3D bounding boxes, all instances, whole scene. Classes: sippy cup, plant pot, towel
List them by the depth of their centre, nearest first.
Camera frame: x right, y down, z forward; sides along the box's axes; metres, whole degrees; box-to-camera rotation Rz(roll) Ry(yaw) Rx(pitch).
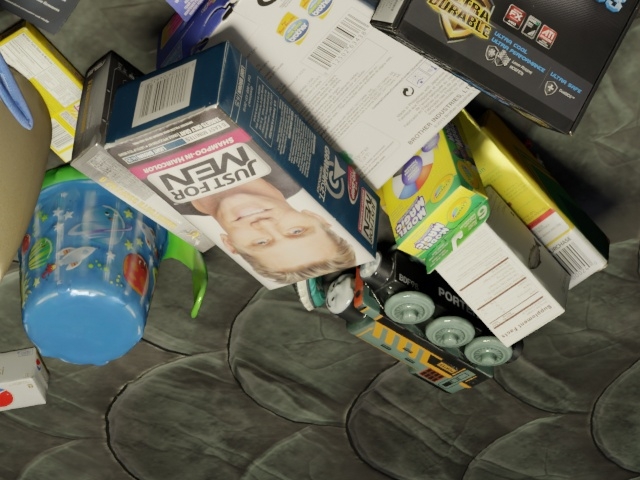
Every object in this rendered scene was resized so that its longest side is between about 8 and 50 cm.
[{"bbox_3d":[-0.430,-0.261,1.369,0.034,0.285,0.209,-35,137,-15],"label":"towel"},{"bbox_3d":[-0.467,-0.054,1.497,0.256,0.274,0.256,-7,135,-7],"label":"plant pot"},{"bbox_3d":[-0.331,0.047,1.702,0.305,0.224,0.240,-15,134,10],"label":"sippy cup"}]

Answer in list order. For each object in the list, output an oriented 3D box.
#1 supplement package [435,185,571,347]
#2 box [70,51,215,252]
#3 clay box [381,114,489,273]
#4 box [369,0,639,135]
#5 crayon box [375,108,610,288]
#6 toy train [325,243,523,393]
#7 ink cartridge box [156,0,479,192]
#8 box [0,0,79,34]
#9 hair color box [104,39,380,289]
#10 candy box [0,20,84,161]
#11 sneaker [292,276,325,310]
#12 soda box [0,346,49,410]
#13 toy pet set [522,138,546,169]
[{"bbox_3d":[0.245,0.036,1.643,0.105,0.105,0.179,-38,101,28],"label":"supplement package"},{"bbox_3d":[-0.216,-0.115,1.580,0.056,0.183,0.231,-33,130,29],"label":"box"},{"bbox_3d":[0.142,-0.076,1.558,0.053,0.222,0.127,24,124,-30],"label":"clay box"},{"bbox_3d":[0.246,-0.317,1.411,0.295,0.073,0.293,26,95,-28],"label":"box"},{"bbox_3d":[0.237,-0.042,1.714,0.202,0.081,0.318,-38,101,29],"label":"crayon box"},{"bbox_3d":[0.166,0.128,1.901,0.334,0.142,0.190,30,135,-30],"label":"toy train"},{"bbox_3d":[-0.025,-0.245,1.494,0.395,0.151,0.270,25,128,-29],"label":"ink cartridge box"},{"bbox_3d":[-0.319,-0.368,1.374,0.153,0.108,0.207,27,126,-28],"label":"box"},{"bbox_3d":[-0.086,-0.080,1.480,0.174,0.105,0.347,-17,141,29],"label":"hair color box"},{"bbox_3d":[-0.366,-0.196,1.596,0.105,0.027,0.206,-27,131,17],"label":"candy box"},{"bbox_3d":[0.000,0.000,1.779,0.110,0.107,0.275,-9,136,-10],"label":"sneaker"},{"bbox_3d":[-0.566,0.241,1.978,0.216,0.069,0.074,-9,135,5],"label":"soda box"},{"bbox_3d":[0.285,-0.070,1.758,0.122,0.065,0.114,-28,131,21],"label":"toy pet set"}]
